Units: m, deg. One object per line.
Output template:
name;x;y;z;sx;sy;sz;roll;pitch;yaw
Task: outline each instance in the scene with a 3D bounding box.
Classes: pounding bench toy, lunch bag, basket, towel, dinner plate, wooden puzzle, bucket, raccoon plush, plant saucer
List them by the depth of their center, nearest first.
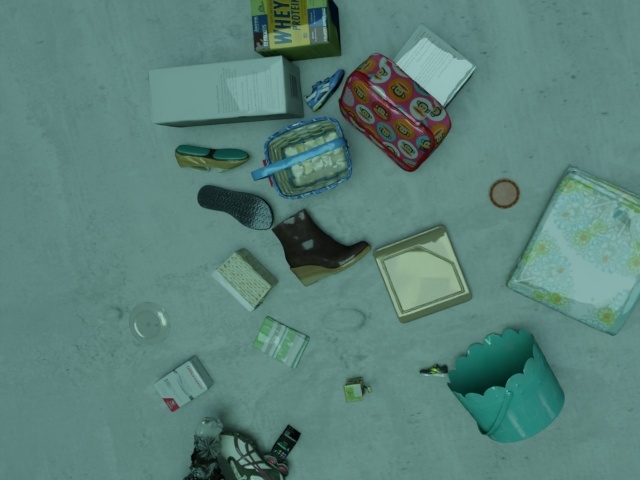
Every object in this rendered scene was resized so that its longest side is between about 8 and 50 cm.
lunch bag;0.187;-0.326;1.651;0.293;0.258;0.120;42;72;4
bucket;0.497;0.390;1.669;0.281;0.281;0.183;-32;99;13
towel;0.728;0.028;1.673;0.320;0.090;0.375;26;101;10
basket;-0.042;-0.219;1.681;0.254;0.289;0.201;-18;98;9
plant saucer;0.510;-0.129;1.729;0.083;0.013;0.084;1;96;11
wooden puzzle;0.292;0.098;1.789;0.220;0.044;0.239;-21;97;12
pounding bench toy;0.116;0.440;1.849;0.083;0.065;0.052;-10;94;12
basket;-0.220;0.113;1.849;0.167;0.113;0.103;43;100;3
towel;-0.122;0.312;1.900;0.151;0.023;0.113;26;100;7
raccoon plush;-0.393;0.765;1.923;0.299;0.216;0.447;-9;67;47
dinner plate;-0.546;0.266;1.980;0.141;0.017;0.141;1;98;9

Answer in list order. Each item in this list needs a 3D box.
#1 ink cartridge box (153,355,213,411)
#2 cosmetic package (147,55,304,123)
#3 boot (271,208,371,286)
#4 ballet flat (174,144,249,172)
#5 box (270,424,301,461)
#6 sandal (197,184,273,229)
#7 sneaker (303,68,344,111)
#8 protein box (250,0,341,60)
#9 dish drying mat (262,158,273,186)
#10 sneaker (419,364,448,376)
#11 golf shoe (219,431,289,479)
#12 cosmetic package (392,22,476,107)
ink cartridge box;-0.428;0.448;1.955;0.150;0.063;0.109;-34;90;12
cosmetic package;-0.260;-0.408;1.741;0.384;0.217;0.156;-4;96;13
boot;0.000;0.000;1.803;0.248;0.090;0.207;-26;94;16
ballet flat;-0.319;-0.238;1.855;0.232;0.080;0.073;9;127;12
box;-0.107;0.623;1.916;0.052;0.062;0.083;34;102;4
sandal;-0.246;-0.106;1.864;0.254;0.054;0.097;23;94;17
sneaker;0.010;-0.434;1.767;0.059;0.053;0.144;44;102;5
protein box;-0.061;-0.574;1.687;0.201;0.200;0.136;-3;96;12
dish drying mat;-0.145;-0.203;1.848;0.032;0.008;0.083;-18;93;13
sneaker;0.331;0.379;1.822;0.083;0.031;0.035;0;84;7
golf shoe;-0.233;0.682;1.906;0.272;0.120;0.105;26;135;9
cosmetic package;0.293;-0.448;1.661;0.183;0.151;0.151;39;102;3
